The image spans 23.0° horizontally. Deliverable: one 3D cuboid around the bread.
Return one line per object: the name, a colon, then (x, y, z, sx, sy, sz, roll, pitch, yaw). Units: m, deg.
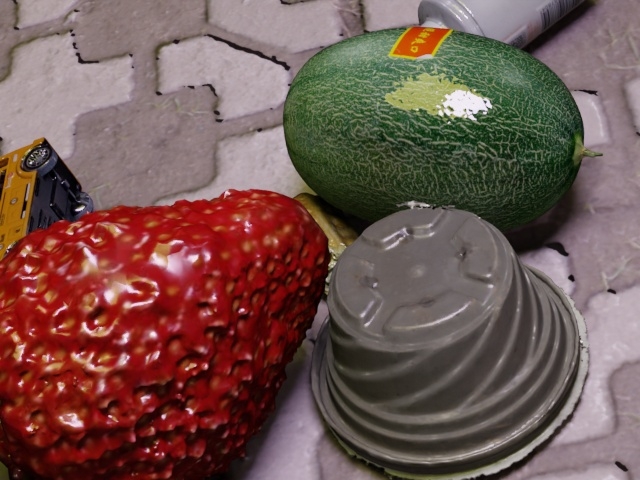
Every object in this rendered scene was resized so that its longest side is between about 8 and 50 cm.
bread: (0.000, 0.000, 1.407, 0.066, 0.060, 0.110, -17, 45, -17)

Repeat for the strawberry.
strawberry: (-0.125, 0.083, 1.226, 0.257, 0.261, 0.261, -7, 47, 18)

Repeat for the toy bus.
toy bus: (-0.277, -0.002, 1.489, 0.088, 0.083, 0.194, -18, 42, 16)

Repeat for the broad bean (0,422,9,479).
broad bean: (-0.326, 0.158, 1.335, 0.263, 0.121, 0.189, 7, 55, 28)

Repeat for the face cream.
face cream: (0.149, -0.212, 1.519, 0.251, 0.101, 0.101, -38, 48, -16)

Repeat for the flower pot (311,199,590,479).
flower pot: (0.092, 0.064, 1.261, 0.235, 0.140, 0.235, -9, 45, 10)

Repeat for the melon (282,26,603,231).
melon: (0.106, -0.093, 1.370, 0.287, 0.182, 0.182, 12, 54, 20)
